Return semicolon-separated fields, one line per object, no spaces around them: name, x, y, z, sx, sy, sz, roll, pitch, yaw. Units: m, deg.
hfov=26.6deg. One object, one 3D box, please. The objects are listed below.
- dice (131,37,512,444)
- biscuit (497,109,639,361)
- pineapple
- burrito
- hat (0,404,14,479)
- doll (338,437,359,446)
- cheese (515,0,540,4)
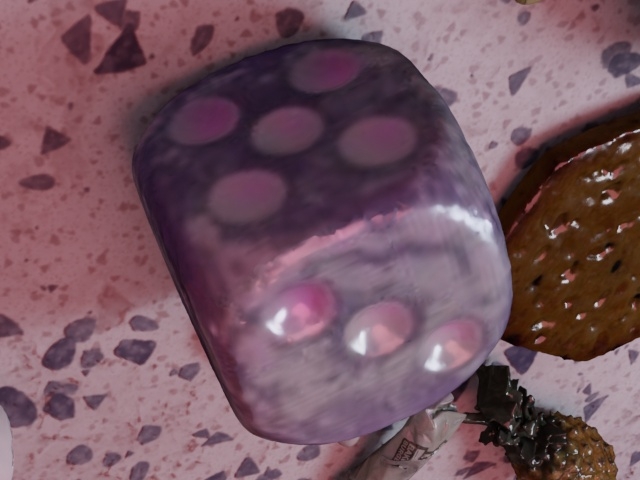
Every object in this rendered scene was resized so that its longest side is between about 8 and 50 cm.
dice;0.000;0.000;1.224;0.271;0.270;0.270;-23;133;-7
biscuit;0.339;-0.003;1.540;0.359;0.046;0.359;-14;130;-17
pineapple;0.262;0.241;1.655;0.128;0.128;0.248;-42;126;10
burrito;0.091;0.257;1.597;0.064;0.064;0.203;19;128;-35
hat;-0.373;0.204;1.292;0.126;0.203;0.203;12;121;-50
doll;0.055;0.163;1.526;0.161;0.059;0.160;6;121;-30
cheese;0.258;-0.333;1.239;0.255;0.050;0.127;-40;131;5
